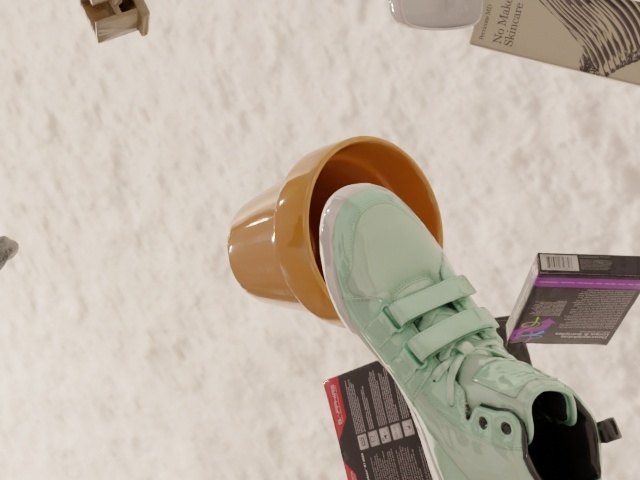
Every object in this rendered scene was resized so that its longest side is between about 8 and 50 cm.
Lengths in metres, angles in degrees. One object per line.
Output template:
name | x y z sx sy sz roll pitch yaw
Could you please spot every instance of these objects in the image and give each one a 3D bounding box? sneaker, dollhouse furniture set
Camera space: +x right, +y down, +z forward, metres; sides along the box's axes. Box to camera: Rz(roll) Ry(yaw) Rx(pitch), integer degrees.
sneaker | 0.099 0.064 0.766 0.256 0.094 0.151 63 154 0
dollhouse furniture set | -0.161 -0.276 0.947 0.161 0.101 0.182 64 164 12

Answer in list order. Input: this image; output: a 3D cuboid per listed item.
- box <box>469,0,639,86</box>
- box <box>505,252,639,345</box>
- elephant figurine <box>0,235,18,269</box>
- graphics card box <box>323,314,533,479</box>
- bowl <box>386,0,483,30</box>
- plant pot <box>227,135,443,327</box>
box | 0.347 -0.281 1.584 0.275 0.094 0.113 14 100 9
box | 0.270 0.065 1.259 0.162 0.116 0.029 98 172 -57
elephant figurine | -0.411 0.053 1.010 0.186 0.239 0.169 51 -168 -32
graphics card box | 0.165 0.266 1.710 0.371 0.094 0.232 -31 68 51
bowl | 0.133 -0.329 1.464 0.053 0.142 0.142 0 96 55
plant pot | 0.000 0.000 1.317 0.188 0.205 0.205 -10 105 48
